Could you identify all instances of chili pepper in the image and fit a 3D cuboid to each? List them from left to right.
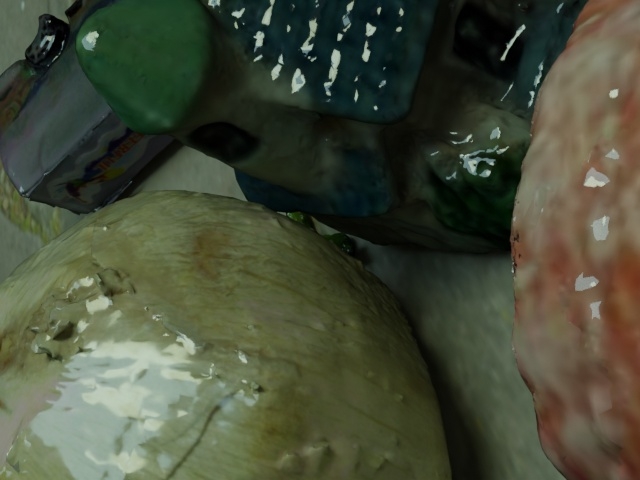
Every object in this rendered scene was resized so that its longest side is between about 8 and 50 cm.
[{"bbox_3d":[0.000,0.000,0.755,0.083,0.022,0.027,33,102,52],"label":"chili pepper"}]

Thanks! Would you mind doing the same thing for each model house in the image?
[{"bbox_3d":[0.021,-0.167,0.594,0.243,0.284,0.298,6,78,48],"label":"model house"}]

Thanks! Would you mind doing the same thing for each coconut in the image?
[{"bbox_3d":[-0.081,0.119,0.621,0.297,0.254,0.297,-19,62,41],"label":"coconut"}]

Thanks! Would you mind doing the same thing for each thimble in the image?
[{"bbox_3d":[0.185,0.008,0.393,0.162,0.239,0.239,0,75,44],"label":"thimble"}]

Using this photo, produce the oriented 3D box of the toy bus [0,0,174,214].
[{"bbox_3d":[-0.136,-0.150,0.900,0.317,0.112,0.138,-37,55,34],"label":"toy bus"}]
